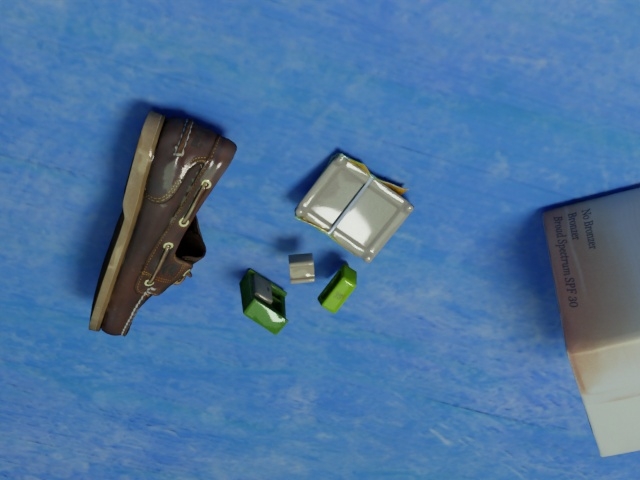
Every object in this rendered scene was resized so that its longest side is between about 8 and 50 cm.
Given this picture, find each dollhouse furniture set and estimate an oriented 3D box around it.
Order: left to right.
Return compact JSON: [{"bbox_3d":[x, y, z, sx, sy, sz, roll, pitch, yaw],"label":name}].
[{"bbox_3d":[0.000,0.000,0.903,0.076,0.058,0.152,33,106,-16],"label":"dollhouse furniture set"}]

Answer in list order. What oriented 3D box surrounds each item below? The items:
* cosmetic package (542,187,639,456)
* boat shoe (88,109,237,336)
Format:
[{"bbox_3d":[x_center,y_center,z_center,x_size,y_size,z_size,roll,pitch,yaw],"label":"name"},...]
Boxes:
[{"bbox_3d":[0.322,0.034,0.838,0.296,0.153,0.129,-15,131,13],"label":"cosmetic package"},{"bbox_3d":[-0.119,0.000,0.872,0.073,0.073,0.207,17,131,-11],"label":"boat shoe"}]
